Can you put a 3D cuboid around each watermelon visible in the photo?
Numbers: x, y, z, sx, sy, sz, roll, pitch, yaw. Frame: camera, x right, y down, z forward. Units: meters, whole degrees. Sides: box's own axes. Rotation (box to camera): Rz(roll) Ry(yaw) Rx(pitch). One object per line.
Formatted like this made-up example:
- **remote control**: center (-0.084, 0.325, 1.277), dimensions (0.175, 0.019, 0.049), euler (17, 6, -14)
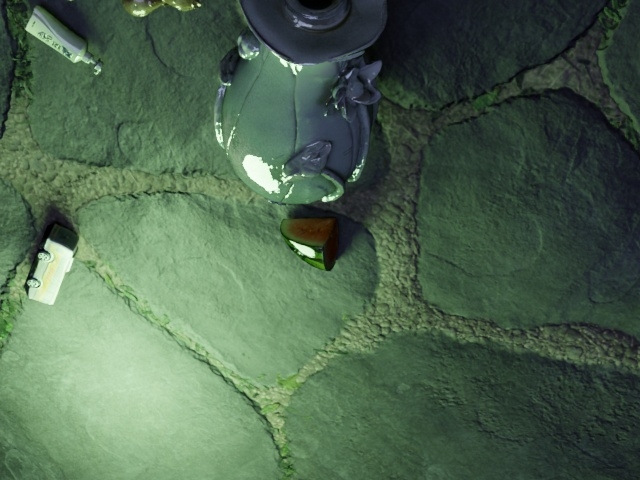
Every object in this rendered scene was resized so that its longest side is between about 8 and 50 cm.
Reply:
- **watermelon**: center (0.000, 0.000, 1.728), dimensions (0.094, 0.135, 0.125), euler (-45, 104, -3)

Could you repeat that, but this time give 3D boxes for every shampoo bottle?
- **shampoo bottle**: center (-0.415, -0.325, 1.639), dimensions (0.141, 0.034, 0.049), euler (35, 120, -12)

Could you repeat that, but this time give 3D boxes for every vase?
- **vase**: center (-0.027, -0.220, 1.399), dimensions (0.250, 0.249, 0.445), euler (18, 158, 2)

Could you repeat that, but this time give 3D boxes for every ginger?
- **ginger**: center (-0.213, -0.396, 1.508), dimensions (0.204, 0.080, 0.104), euler (-23, 102, 25)

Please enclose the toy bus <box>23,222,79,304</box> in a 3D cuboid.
- **toy bus**: center (-0.514, 0.047, 1.913), dimensions (0.072, 0.057, 0.172), euler (23, 128, -11)
